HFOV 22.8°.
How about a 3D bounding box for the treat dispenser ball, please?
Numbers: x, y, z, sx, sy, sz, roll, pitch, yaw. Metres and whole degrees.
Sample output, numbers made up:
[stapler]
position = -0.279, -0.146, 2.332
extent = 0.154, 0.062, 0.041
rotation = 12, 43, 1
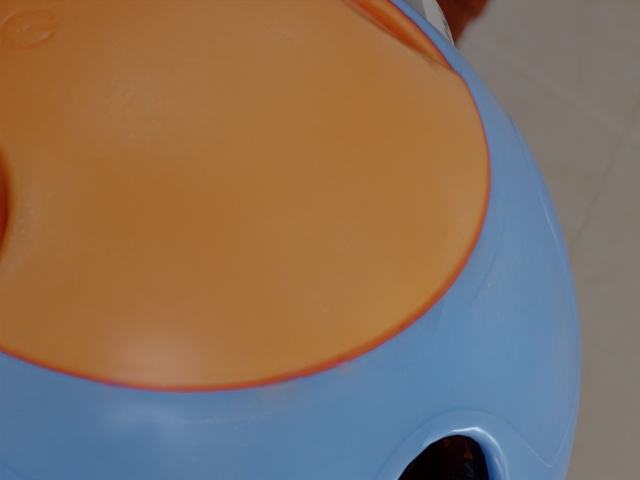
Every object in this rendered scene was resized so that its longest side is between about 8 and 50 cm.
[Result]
[treat dispenser ball]
position = -0.061, 0.036, 0.515
extent = 0.288, 0.288, 0.288
rotation = -55, -167, 19

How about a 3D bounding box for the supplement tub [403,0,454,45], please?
[supplement tub]
position = 0.000, 0.000, 0.901
extent = 0.207, 0.207, 0.338
rotation = -51, -147, 34
